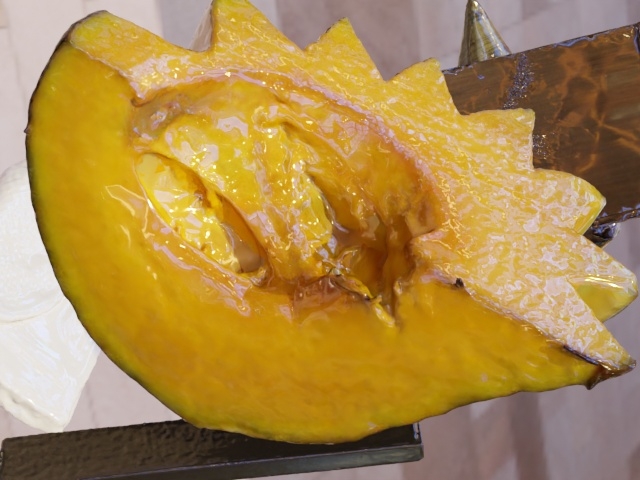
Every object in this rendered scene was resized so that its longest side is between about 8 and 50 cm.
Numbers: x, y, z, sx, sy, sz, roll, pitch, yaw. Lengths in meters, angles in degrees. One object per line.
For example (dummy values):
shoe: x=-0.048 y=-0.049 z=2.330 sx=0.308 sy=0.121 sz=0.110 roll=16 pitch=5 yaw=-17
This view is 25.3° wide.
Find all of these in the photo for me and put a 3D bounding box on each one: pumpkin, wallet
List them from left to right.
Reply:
wallet: x=-0.182 y=0.030 z=0.928 sx=0.124 sy=0.032 sz=0.183 roll=48 pitch=32 yaw=-22
pumpkin: x=0.000 y=0.000 z=0.620 sx=0.149 sy=0.254 sz=0.130 roll=-60 pitch=-178 yaw=36

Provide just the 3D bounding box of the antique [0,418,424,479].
antique: x=-0.050 y=0.094 z=0.647 sx=0.015 sy=0.192 sz=0.031 roll=83 pitch=2 yaw=-47

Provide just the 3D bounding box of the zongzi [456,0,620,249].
zongzi: x=0.139 y=-0.076 z=1.519 sx=0.300 sy=0.286 sz=0.138 roll=59 pitch=27 yaw=-8

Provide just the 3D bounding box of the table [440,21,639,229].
table: x=0.203 y=-0.084 z=1.276 sx=0.169 sy=0.193 sz=0.173 roll=-44 pitch=121 yaw=-85
